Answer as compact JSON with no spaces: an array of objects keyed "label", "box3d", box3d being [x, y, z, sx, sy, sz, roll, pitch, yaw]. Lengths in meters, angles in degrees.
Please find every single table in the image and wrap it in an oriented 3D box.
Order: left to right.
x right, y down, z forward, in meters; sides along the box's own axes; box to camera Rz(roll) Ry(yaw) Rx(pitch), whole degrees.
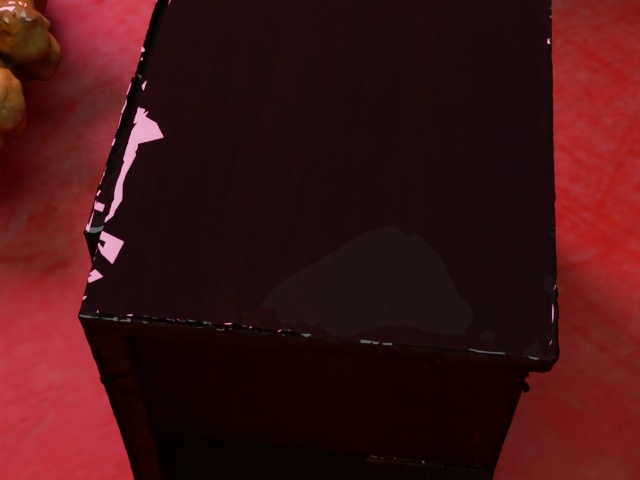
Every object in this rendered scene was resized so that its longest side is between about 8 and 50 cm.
[{"label":"table","box3d":[0.000,0.000,0.470,0.172,0.169,0.193,5,55,3]}]

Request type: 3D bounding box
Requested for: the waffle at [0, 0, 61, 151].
[{"label":"waffle","box3d":[-0.291,-0.125,0.610,0.324,0.068,0.302,-18,57,-8]}]
